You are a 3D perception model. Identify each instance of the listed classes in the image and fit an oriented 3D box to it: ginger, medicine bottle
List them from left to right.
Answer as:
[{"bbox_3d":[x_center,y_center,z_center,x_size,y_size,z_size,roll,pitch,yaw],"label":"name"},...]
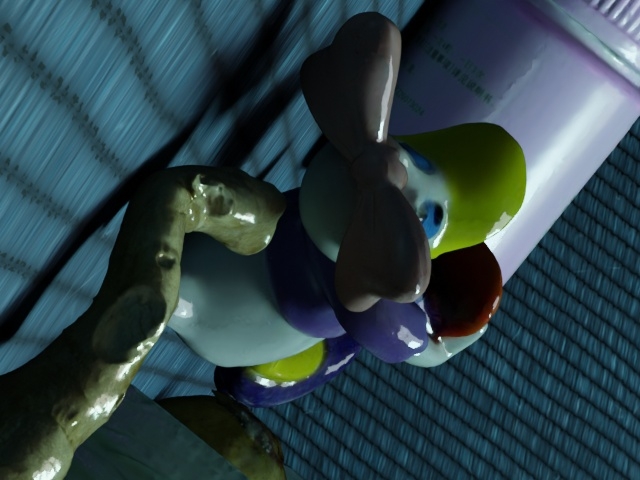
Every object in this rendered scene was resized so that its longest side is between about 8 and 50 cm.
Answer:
[{"bbox_3d":[-0.119,0.059,0.842,0.089,0.075,0.288,-3,-140,51],"label":"ginger"},{"bbox_3d":[0.145,-0.111,1.402,0.291,0.178,0.178,-53,175,8],"label":"medicine bottle"}]

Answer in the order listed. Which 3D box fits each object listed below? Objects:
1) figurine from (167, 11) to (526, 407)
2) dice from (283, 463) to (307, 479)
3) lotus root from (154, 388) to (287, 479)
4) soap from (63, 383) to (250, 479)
[{"bbox_3d":[0.003,0.001,1.049,0.193,0.154,0.421,-4,168,-24],"label":"figurine"},{"bbox_3d":[-0.133,0.388,1.655,0.328,0.330,0.348,-49,177,-32],"label":"dice"},{"bbox_3d":[-0.142,0.184,1.159,0.260,0.128,0.145,-31,163,4],"label":"lotus root"},{"bbox_3d":[-0.149,0.172,0.916,0.094,0.150,0.261,-60,171,33],"label":"soap"}]
